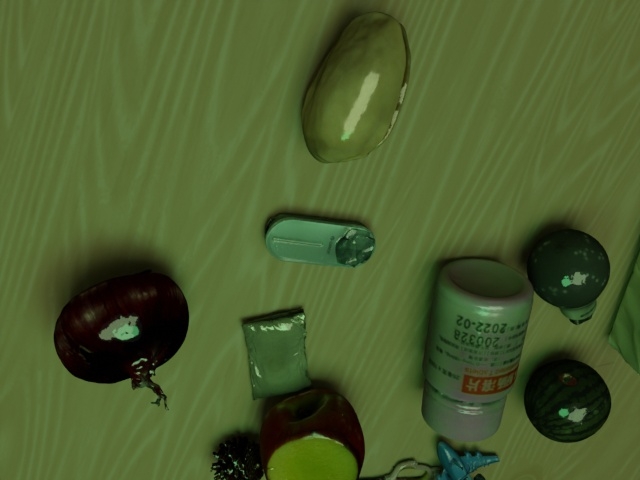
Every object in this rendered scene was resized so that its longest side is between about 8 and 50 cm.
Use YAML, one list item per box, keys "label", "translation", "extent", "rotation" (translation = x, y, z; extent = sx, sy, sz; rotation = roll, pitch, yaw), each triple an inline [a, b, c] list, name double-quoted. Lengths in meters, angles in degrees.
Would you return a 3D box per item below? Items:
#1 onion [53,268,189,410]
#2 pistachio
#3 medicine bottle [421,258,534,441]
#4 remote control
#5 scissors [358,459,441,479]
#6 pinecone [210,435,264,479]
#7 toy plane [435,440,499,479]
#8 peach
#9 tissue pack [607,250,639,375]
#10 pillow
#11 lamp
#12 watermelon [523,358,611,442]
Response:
- label: "onion"
  translation: [-0.381, 0.201, 1.499]
  extent: [0.273, 0.285, 0.273]
  rotation: [-24, 155, -12]
- label: "pistachio"
  translation: [0.065, -0.281, 1.428]
  extent: [0.187, 0.187, 0.299]
  rotation: [16, 105, -22]
- label: "medicine bottle"
  translation: [0.351, 0.255, 1.746]
  extent: [0.219, 0.219, 0.389]
  rotation: [-2, 116, -14]
- label: "remote control"
  translation: [0.000, 0.000, 1.618]
  extent: [0.247, 0.052, 0.104]
  rotation: [8, 115, -19]
- label: "scissors"
  translation: [0.167, 0.647, 2.009]
  extent: [0.317, 0.024, 0.160]
  rotation: [5, 116, -18]
- label: "pinecone"
  translation: [-0.198, 0.536, 1.800]
  extent: [0.120, 0.140, 0.140]
  rotation: [0, 119, 14]
- label: "toy plane"
  translation: [0.372, 0.633, 2.011]
  extent: [0.254, 0.105, 0.271]
  rotation: [-36, 128, -12]
- label: "peach"
  translation: [-0.008, 0.490, 1.761]
  extent: [0.248, 0.245, 0.275]
  rotation: [7, 113, 27]
- label: "tissue pack"
  translation: [0.917, 0.144, 1.846]
  extent: [0.297, 0.207, 0.381]
  rotation: [1, 116, -18]
- label: "pillow"
  translation: [-0.096, 0.268, 1.734]
  extent: [0.148, 0.050, 0.230]
  rotation: [-7, 118, -4]
- label: "lamp"
  translation: [0.609, 0.093, 1.771]
  extent: [0.182, 0.182, 0.314]
  rotation: [-47, 132, 11]
- label: "watermelon"
  translation: [0.620, 0.405, 1.905]
  extent: [0.212, 0.212, 0.212]
  rotation: [-6, 118, -12]
